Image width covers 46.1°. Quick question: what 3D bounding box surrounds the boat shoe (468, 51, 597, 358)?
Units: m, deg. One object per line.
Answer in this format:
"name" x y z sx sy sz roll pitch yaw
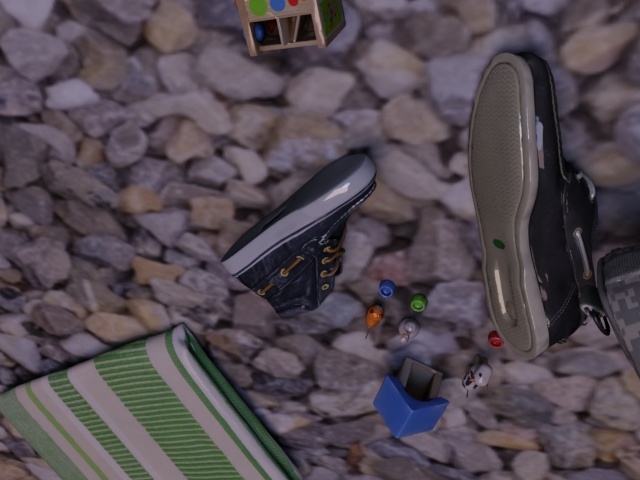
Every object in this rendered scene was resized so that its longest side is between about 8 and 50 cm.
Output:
"boat shoe" 0.162 -0.028 0.557 0.079 0.084 0.233 -18 114 -14

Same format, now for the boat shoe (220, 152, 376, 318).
"boat shoe" 0.000 0.000 0.632 0.083 0.065 0.183 44 132 -14

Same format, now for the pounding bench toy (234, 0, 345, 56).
"pounding bench toy" -0.027 -0.179 0.523 0.065 0.052 0.083 -1 122 21

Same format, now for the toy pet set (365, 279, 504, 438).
"toy pet set" 0.085 0.117 0.673 0.122 0.065 0.114 24 127 4

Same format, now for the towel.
"towel" -0.207 0.232 0.877 0.325 0.038 0.248 -23 111 33

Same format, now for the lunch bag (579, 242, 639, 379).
"lunch bag" 0.351 0.064 0.451 0.305 0.212 0.256 -27 109 30
